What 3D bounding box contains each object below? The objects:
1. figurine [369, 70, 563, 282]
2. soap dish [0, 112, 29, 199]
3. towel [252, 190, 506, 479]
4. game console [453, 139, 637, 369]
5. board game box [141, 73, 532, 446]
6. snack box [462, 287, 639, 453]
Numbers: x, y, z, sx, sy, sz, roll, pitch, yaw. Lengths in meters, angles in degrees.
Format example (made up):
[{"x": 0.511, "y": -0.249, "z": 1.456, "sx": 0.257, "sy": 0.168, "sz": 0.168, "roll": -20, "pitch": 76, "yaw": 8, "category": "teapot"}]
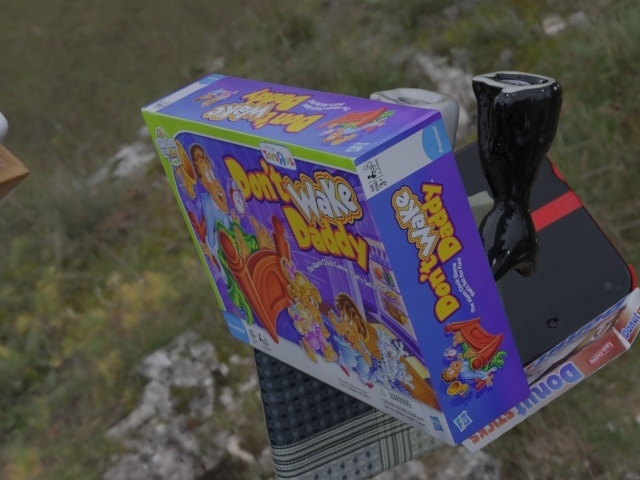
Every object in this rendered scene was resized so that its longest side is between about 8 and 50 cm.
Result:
[{"x": 0.136, "y": -0.044, "z": 1.345, "sx": 0.215, "sy": 0.209, "sz": 0.092, "roll": -13, "pitch": 21, "yaw": -34, "category": "figurine"}, {"x": -0.359, "y": -0.056, "z": 0.858, "sx": 0.229, "sy": 0.118, "sz": 0.291, "roll": 37, "pitch": 29, "yaw": 14, "category": "soap dish"}, {"x": 0.075, "y": 0.124, "z": 1.598, "sx": 0.324, "sy": 0.312, "sz": 0.056, "roll": -18, "pitch": 26, "yaw": -21, "category": "towel"}, {"x": 0.211, "y": 0.048, "z": 1.949, "sx": 0.386, "sy": 0.060, "sz": 0.342, "roll": -29, "pitch": 64, "yaw": -9, "category": "game console"}, {"x": 0.000, "y": 0.000, "z": 1.105, "sx": 0.078, "sy": 0.233, "sz": 0.347, "roll": -30, "pitch": 23, "yaw": -23, "category": "board game box"}, {"x": 0.177, "y": 0.102, "z": 1.063, "sx": 0.178, "sy": 0.022, "sz": 0.064, "roll": -43, "pitch": 0, "yaw": 39, "category": "snack box"}]
